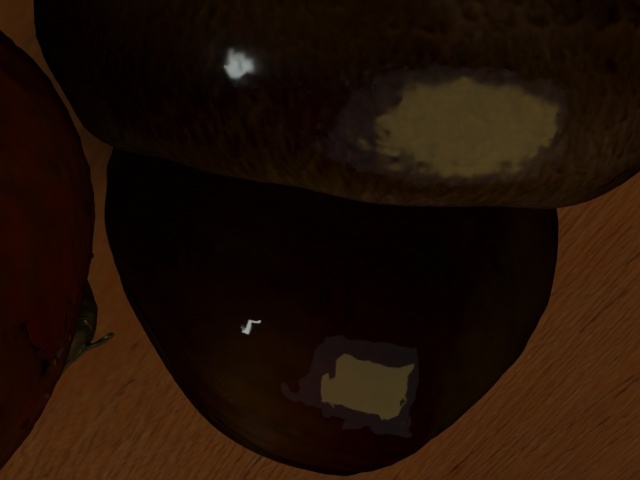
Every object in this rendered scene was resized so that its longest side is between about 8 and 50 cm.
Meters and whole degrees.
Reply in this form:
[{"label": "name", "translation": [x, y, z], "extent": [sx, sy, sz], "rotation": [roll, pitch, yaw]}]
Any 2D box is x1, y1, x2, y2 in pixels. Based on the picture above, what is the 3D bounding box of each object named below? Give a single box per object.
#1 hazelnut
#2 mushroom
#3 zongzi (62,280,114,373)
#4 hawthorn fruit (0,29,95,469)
[{"label": "hazelnut", "translation": [0.000, 0.000, 0.867], "extent": [0.217, 0.217, 0.251], "rotation": [-29, -165, 15]}, {"label": "mushroom", "translation": [0.017, -0.091, 0.689], "extent": [0.253, 0.153, 0.253], "rotation": [-1, -164, 0]}, {"label": "zongzi", "translation": [-0.230, 0.052, 0.932], "extent": [0.197, 0.099, 0.194], "rotation": [12, 140, -41]}, {"label": "hawthorn fruit", "translation": [-0.230, 0.024, 0.661], "extent": [0.276, 0.276, 0.307], "rotation": [-8, 150, -28]}]
